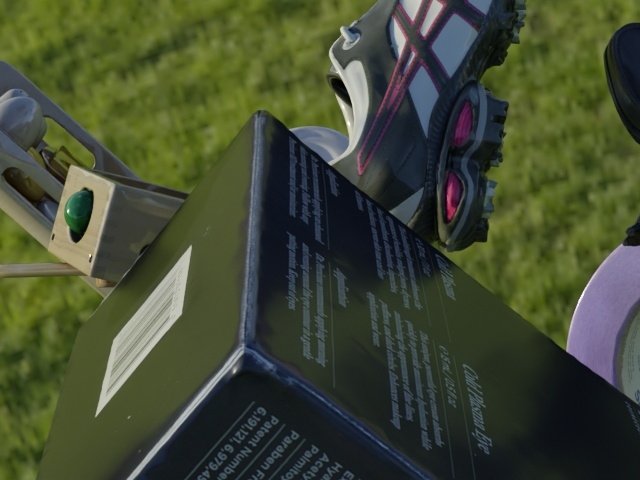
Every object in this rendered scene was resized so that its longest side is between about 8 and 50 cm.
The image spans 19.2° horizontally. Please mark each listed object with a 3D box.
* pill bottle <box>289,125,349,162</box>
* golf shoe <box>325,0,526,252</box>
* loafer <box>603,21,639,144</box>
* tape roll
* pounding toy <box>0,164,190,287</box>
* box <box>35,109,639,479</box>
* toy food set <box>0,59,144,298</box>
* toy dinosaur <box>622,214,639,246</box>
[{"bbox_3d":[0.000,0.000,1.435,0.094,0.169,0.094,-5,53,7],"label":"pill bottle"},{"bbox_3d":[0.066,-0.130,1.151,0.120,0.105,0.273,10,72,7],"label":"golf shoe"},{"bbox_3d":[0.219,-0.073,1.104,0.062,0.061,0.170,-25,56,-10],"label":"loafer"},{"bbox_3d":[0.340,0.100,1.511,0.274,0.275,0.090,2,14,26],"label":"tape roll"},{"bbox_3d":[-0.153,0.004,1.435,0.141,0.100,0.130,14,4,-26],"label":"pounding toy"},{"bbox_3d":[0.034,0.137,0.941,0.179,0.312,0.343,-50,13,15],"label":"box"},{"bbox_3d":[-0.248,-0.075,1.796,0.092,0.219,0.306,-47,10,9],"label":"toy food set"},{"bbox_3d":[0.325,0.004,1.348,0.160,0.121,0.313,43,20,28],"label":"toy dinosaur"}]
